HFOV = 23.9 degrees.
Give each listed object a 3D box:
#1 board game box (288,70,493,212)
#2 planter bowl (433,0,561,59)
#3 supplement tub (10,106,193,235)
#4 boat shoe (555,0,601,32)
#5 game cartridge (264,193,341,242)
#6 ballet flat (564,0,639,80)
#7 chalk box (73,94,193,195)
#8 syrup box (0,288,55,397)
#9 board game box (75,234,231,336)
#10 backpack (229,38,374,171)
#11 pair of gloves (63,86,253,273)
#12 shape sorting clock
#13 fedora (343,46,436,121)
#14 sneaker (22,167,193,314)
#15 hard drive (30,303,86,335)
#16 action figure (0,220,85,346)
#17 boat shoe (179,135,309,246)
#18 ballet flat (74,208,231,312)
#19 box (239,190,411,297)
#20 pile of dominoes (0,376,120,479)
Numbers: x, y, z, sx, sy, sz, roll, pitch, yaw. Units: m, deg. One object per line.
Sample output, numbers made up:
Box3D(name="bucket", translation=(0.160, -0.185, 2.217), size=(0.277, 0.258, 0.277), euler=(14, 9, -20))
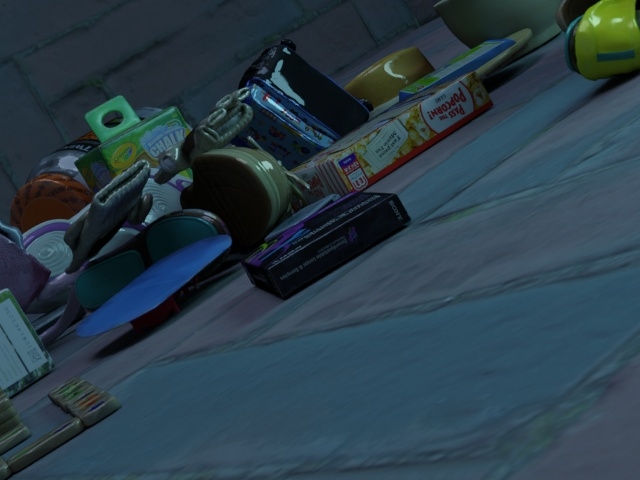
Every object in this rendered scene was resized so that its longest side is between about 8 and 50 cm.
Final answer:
Box3D(name="board game box", translation=(0.065, -0.102, 1.577), size=(0.193, 0.045, 0.147), euler=(-33, 8, -23))
Box3D(name="planter bowl", translation=(0.239, -0.288, 1.907), size=(0.162, 0.109, 0.162), euler=(-30, 8, 4))
Box3D(name="supplement tub", translation=(-0.318, -0.072, 2.290), size=(0.194, 0.193, 0.316), euler=(-26, 9, 31))
Box3D(name="boat shoe", translation=(0.305, -0.246, 1.579), size=(0.170, 0.063, 0.059), euler=(-23, 1, -29))
Box3D(name="game cartridge", translation=(-0.018, -0.017, 1.444), size=(0.056, 0.017, 0.083), euler=(-21, 11, 33))
Box3D(name="ballet flat", translation=(0.284, -0.195, 1.304), size=(0.077, 0.077, 0.231), euler=(0, 26, 32))
Box3D(name="chalk box", translation=(-0.242, -0.098, 2.085), size=(0.132, 0.213, 0.132), euler=(-33, 8, -23))
Box3D(name="syrup box", translation=(-0.384, 0.147, 1.448), size=(0.237, 0.093, 0.096), euler=(-34, 9, -29))
Box3D(name="board game box", translation=(-0.146, 0.054, 1.412), size=(0.133, 0.033, 0.169), euler=(-13, 23, 51))
Box3D(name="backpack", translation=(-0.046, -0.135, 1.843), size=(0.173, 0.158, 0.117), euler=(-42, 13, 53))
Box3D(name="pair of gloves", translation=(-0.170, -0.065, 1.608), size=(0.240, 0.042, 0.204), euler=(-42, 1, -31))
Box3D(name="shape sorting clock", translation=(0.163, -0.188, 1.792), size=(0.206, 0.040, 0.206), euler=(-29, 8, 5))
Box3D(name="fedora", translation=(0.091, -0.198, 1.992), size=(0.194, 0.079, 0.194), euler=(-29, 7, 4))
Box3D(name="sneaker", translation=(-0.277, 0.003, 1.935), size=(0.305, 0.114, 0.152), euler=(-25, -15, -30))
Box3D(name="hard drive", translation=(-0.352, 0.118, 1.800), size=(0.135, 0.022, 0.094), euler=(-34, 8, -27))
Box3D(name="action figure", translation=(-0.445, 0.147, 1.601), size=(0.370, 0.276, 0.248), euler=(-68, 5, -49))
Box3D(name="boat shoe", translation=(-0.075, -0.052, 1.556), size=(0.089, 0.104, 0.285), euler=(-28, 4, -17))
Box3D(name="ballet flat", translation=(-0.160, 0.020, 1.567), size=(0.221, 0.077, 0.079), euler=(-25, -11, 35))
Box3D(name="box", translation=(0.000, 0.000, 1.203), size=(0.116, 0.029, 0.162), euler=(-31, 9, -9))
Box3D(name="pile of dominoes", translation=(-0.263, 0.152, 1.159), size=(0.196, 0.040, 0.251), euler=(-32, 7, -15))
